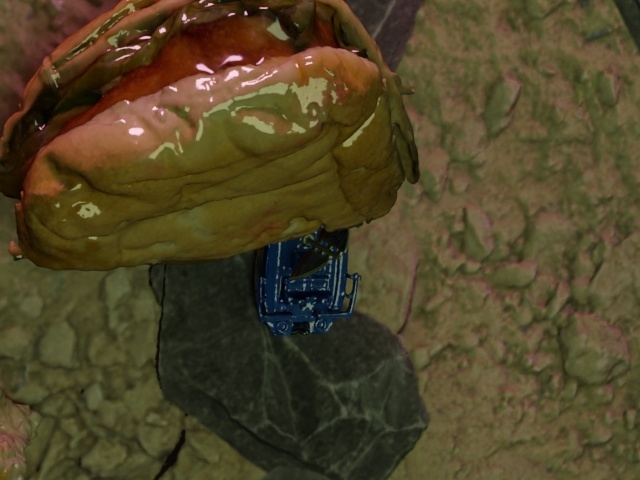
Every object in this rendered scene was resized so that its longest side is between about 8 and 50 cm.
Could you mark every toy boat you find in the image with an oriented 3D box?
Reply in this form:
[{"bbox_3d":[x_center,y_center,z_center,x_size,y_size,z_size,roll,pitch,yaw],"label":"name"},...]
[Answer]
[{"bbox_3d":[0.000,0.000,1.352,0.091,0.110,0.175,-1,105,-24],"label":"toy boat"}]

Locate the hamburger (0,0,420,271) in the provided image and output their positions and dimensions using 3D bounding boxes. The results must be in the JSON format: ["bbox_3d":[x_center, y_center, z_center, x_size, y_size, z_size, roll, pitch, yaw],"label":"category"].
[{"bbox_3d":[-0.061,-0.101,1.211,0.329,0.162,0.209,-6,150,-21],"label":"hamburger"}]

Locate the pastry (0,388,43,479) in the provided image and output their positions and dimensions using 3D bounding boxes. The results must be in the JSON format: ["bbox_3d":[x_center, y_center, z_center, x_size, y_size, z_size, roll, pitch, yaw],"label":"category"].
[{"bbox_3d":[-0.302,0.230,1.304,0.121,0.089,0.258,28,96,-41],"label":"pastry"}]
